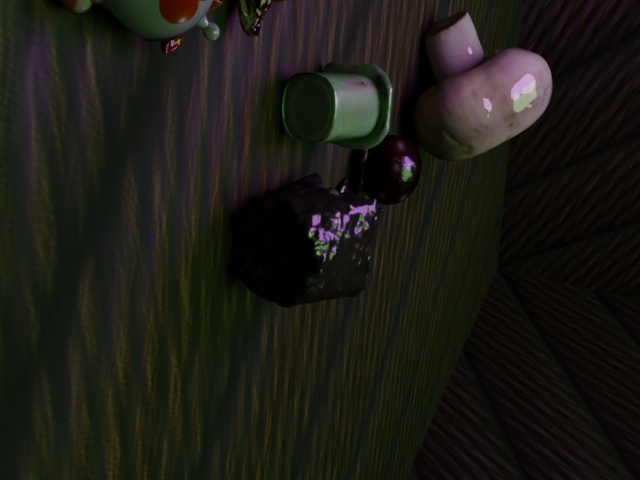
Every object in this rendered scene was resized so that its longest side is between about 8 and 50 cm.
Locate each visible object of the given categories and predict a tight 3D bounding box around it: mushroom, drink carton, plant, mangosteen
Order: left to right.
[{"bbox_3d":[0.000,0.000,0.915,0.276,0.188,0.199,-19,119,-59],"label":"plant"},{"bbox_3d":[0.022,-0.220,0.923,0.142,0.144,0.146,-20,119,-53],"label":"drink carton"},{"bbox_3d":[0.137,-0.152,1.189,0.152,0.152,0.153,-37,133,-53],"label":"mangosteen"},{"bbox_3d":[0.389,-0.360,1.390,0.353,0.352,0.325,73,23,-45],"label":"mushroom"}]

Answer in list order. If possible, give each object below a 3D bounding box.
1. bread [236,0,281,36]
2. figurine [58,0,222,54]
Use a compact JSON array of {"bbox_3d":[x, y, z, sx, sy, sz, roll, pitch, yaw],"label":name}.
[{"bbox_3d":[-0.044,-0.397,0.772,0.269,0.095,0.139,-42,134,-30],"label":"bread"},{"bbox_3d":[-0.166,-0.278,0.532,0.226,0.160,0.184,49,58,-69],"label":"figurine"}]
